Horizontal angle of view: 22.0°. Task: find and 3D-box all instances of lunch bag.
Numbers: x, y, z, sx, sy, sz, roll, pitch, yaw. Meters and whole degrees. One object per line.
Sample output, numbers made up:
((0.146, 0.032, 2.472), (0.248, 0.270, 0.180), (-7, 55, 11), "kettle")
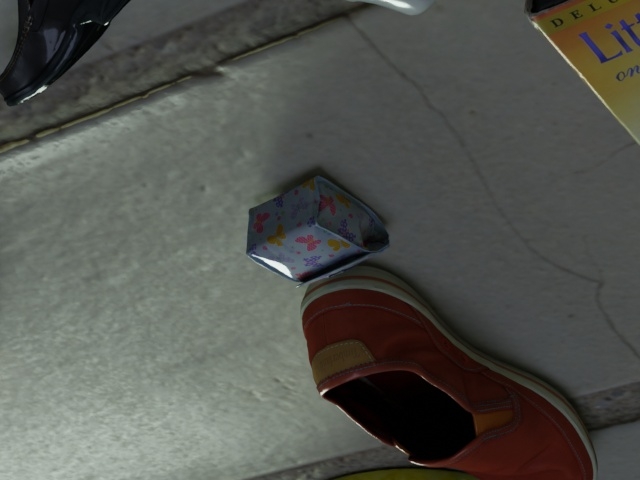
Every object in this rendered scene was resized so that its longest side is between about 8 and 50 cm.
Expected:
((0.000, 0.000, 1.172), (0.071, 0.053, 0.083), (-23, 142, 34), "lunch bag")

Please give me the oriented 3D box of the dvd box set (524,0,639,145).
((0.364, -0.086, 1.006), (0.308, 0.062, 0.420), (-23, 134, 32), "dvd box set")

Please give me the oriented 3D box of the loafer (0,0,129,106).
((-0.160, -0.146, 1.013), (0.061, 0.062, 0.170), (43, 129, -8), "loafer")

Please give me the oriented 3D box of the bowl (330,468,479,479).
((0.094, 0.349, 1.517), (0.289, 0.156, 0.289), (3, 141, 3), "bowl")

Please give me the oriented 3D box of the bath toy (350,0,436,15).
((0.031, -0.241, 0.797), (0.129, 0.151, 0.348), (-14, 154, -21), "bath toy")

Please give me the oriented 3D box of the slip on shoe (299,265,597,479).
((0.104, 0.142, 1.298), (0.123, 0.101, 0.331), (-25, 134, 31), "slip on shoe")
